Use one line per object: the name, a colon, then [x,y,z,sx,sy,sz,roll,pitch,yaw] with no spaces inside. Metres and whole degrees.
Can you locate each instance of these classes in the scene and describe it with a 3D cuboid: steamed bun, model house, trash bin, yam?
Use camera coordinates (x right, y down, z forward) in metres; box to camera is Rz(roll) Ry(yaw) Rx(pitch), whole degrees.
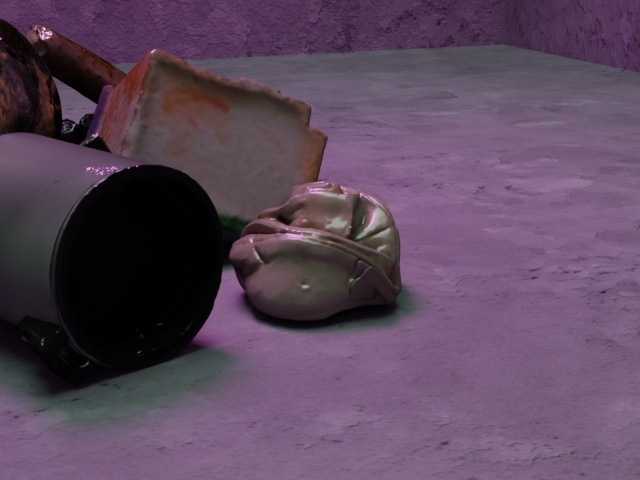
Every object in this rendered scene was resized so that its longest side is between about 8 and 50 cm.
steamed bun: [0.001,0.001,1.437,0.218,0.144,0.211,-9,18,-25]
model house: [-0.190,-0.098,1.720,0.312,0.245,0.280,21,-24,-26]
trash bin: [-0.268,0.003,1.299,0.262,0.217,0.277,14,55,43]
yam: [-0.325,-0.235,1.851,0.071,0.067,0.317,-32,-45,30]

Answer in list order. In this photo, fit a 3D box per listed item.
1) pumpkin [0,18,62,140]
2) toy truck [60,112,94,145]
pumpkin: [-0.578,-0.161,1.629,0.454,0.344,0.454,2,27,-1]
toy truck: [-0.407,-0.107,1.862,0.216,0.110,0.116,-15,51,-3]
